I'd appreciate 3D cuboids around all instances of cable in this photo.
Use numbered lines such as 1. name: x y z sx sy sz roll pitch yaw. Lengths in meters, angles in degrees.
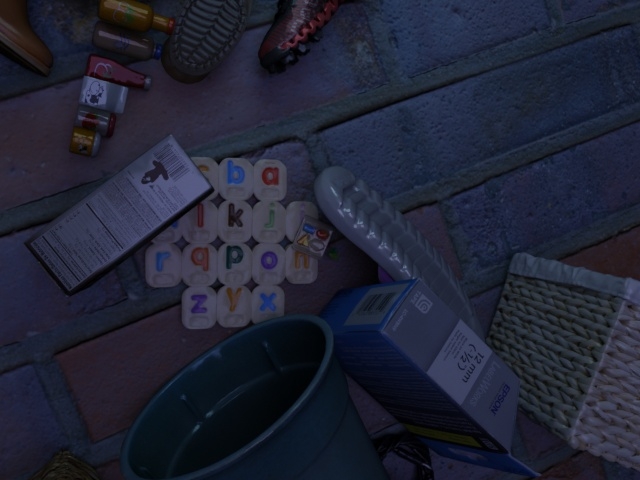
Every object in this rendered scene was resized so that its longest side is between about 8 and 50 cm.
1. cable: 0.118 0.421 1.131 0.184 0.047 0.151 -8 94 -16

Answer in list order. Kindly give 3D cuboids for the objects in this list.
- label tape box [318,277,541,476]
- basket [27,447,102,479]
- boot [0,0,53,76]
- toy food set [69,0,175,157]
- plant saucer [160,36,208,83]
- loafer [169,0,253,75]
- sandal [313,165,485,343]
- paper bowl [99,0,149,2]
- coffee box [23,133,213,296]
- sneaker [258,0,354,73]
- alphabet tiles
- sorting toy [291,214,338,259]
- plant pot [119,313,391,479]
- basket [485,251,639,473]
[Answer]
1. label tape box: 0.175 0.220 1.033 0.347 0.249 0.115 43 66 -14
2. basket: -0.402 0.487 0.886 0.299 0.223 0.213 -43 102 -13
3. boot: -0.438 -0.399 0.928 0.283 0.109 0.220 45 75 -6
4. toy food set: -0.296 -0.233 0.957 0.104 0.111 0.232 12 97 -22
5. plant saucer: -0.213 -0.295 1.032 0.083 0.015 0.083 0 91 -17
6. loafer: -0.151 -0.377 1.009 0.102 0.092 0.268 29 88 -13
7. sandal: 0.127 0.047 1.088 0.102 0.169 0.416 -35 102 31
8. paper bowl: -0.280 -0.490 0.896 0.284 0.148 0.284 0 91 -36
9. coffee box: -0.281 -0.037 0.934 0.246 0.141 0.098 -38 96 -4
10. sneaker: -0.027 -0.396 1.043 0.135 0.097 0.276 41 78 -14
11. alphabet tiles: -0.142 0.005 1.057 0.284 0.021 0.278 0 92 -17
12. sorting toy: 0.000 0.000 1.082 0.083 0.012 0.062 24 84 -16
13. plant pot: -0.055 0.344 0.946 0.341 0.341 0.334 -34 107 -13
14. basket: 0.490 0.211 1.100 0.328 0.331 0.266 23 90 -16
